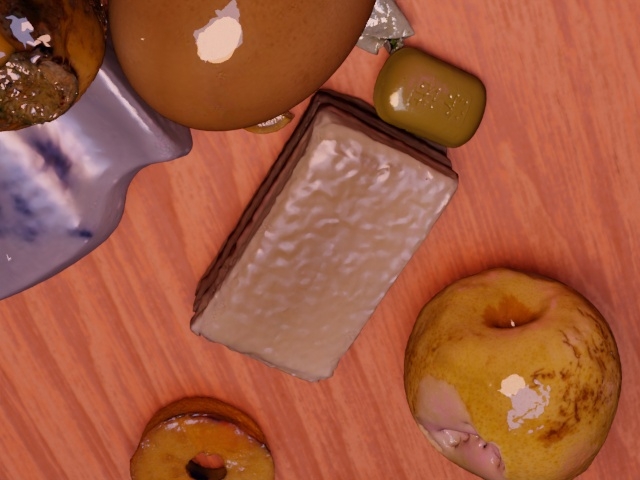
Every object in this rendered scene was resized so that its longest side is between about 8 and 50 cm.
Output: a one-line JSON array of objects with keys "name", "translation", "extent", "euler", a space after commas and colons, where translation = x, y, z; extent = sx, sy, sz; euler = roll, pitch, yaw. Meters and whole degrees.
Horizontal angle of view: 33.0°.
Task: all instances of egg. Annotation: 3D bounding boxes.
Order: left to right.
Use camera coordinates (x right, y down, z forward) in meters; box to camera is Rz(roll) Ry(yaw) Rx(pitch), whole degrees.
[{"name": "egg", "translation": [-0.073, -0.250, 1.027], "extent": [0.250, 0.323, 0.250], "euler": [19, 152, 11]}]

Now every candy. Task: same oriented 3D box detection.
[{"name": "candy", "translation": [0.000, 0.000, 1.246], "extent": [0.179, 0.135, 0.321], "euler": [28, 112, -16]}]

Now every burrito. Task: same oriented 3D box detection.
[{"name": "burrito", "translation": [0.045, -0.247, 1.175], "extent": [0.074, 0.044, 0.118], "euler": [-40, 109, 18]}]

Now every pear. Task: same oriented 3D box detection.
[{"name": "pear", "translation": [0.225, 0.170, 1.274], "extent": [0.271, 0.271, 0.271], "euler": [-1, 116, -2]}]

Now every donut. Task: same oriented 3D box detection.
[{"name": "donut", "translation": [-0.152, 0.281, 1.410], "extent": [0.190, 0.075, 0.174], "euler": [16, 113, -15]}, {"name": "donut", "translation": [-0.075, -0.152, 1.220], "extent": [0.067, 0.038, 0.083], "euler": [-21, 117, 11]}]

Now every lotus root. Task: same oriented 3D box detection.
[{"name": "lotus root", "translation": [-0.337, -0.264, 1.010], "extent": [0.196, 0.397, 0.179], "euler": [-33, 154, 3]}]

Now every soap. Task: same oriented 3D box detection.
[{"name": "soap", "translation": [0.125, -0.158, 1.206], "extent": [0.140, 0.045, 0.089], "euler": [19, 92, -25]}]

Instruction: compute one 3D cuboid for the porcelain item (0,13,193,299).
[{"name": "porcelain item", "translation": [-0.350, -0.064, 1.174], "extent": [0.405, 0.178, 0.243], "euler": [-32, 115, 15]}]
